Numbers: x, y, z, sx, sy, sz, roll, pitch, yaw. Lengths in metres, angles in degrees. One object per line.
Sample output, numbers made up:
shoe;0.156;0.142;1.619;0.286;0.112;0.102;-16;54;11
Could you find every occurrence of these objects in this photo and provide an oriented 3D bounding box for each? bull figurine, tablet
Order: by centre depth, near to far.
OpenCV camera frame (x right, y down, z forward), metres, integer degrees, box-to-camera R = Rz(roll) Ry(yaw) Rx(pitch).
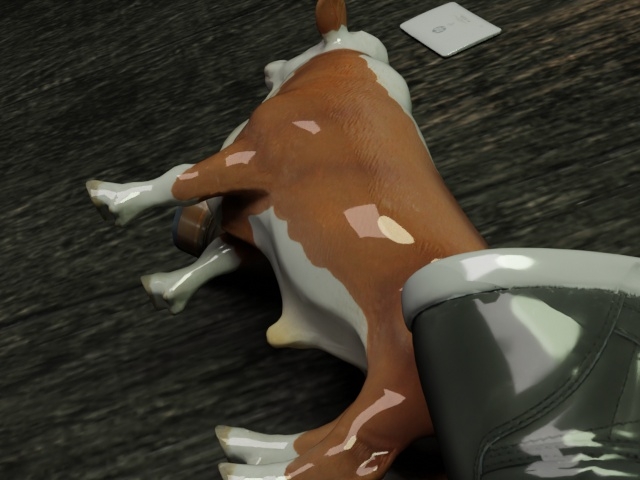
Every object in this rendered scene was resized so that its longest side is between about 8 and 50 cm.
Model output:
bull figurine;0.000;0.000;0.553;0.188;0.101;0.310;-28;52;-6
tablet;0.106;-0.175;0.881;0.054;0.006;0.083;-26;34;-10

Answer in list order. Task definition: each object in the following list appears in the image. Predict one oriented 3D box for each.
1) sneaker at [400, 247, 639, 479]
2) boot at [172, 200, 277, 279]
sneaker;0.180;0.087;0.414;0.296;0.104;0.146;2;67;-6
boot;0.013;-0.042;0.697;0.106;0.082;0.219;26;52;24
